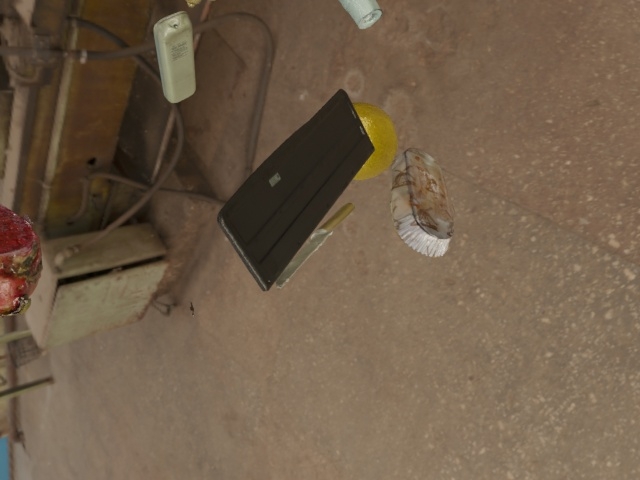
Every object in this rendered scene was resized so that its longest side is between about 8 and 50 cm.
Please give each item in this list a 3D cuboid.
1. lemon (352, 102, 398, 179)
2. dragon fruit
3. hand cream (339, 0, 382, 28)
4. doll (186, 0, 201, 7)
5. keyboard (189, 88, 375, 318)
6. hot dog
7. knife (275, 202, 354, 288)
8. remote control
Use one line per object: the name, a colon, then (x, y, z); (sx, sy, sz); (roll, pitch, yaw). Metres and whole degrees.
lemon: (0.082, -0.227, 1.288); (0.178, 0.203, 0.178); (1, 92, 50)
dragon fruit: (-0.628, 0.011, 1.022); (0.282, 0.211, 0.147); (42, 130, 12)
hand cream: (0.011, -0.536, 1.034); (0.085, 0.058, 0.331); (-34, 78, 31)
doll: (-0.247, -0.537, 1.204); (0.093, 0.051, 0.061); (-8, 136, 17)
keyboard: (-0.033, -0.035, 0.577); (0.041, 0.381, 0.103); (-13, 119, 34)
hot dog: (0.202, -0.076, 1.117); (0.075, 0.144, 0.268); (-50, 23, 39)
knife: (-0.001, -0.002, 0.813); (0.047, 0.298, 0.017); (-18, 104, 30)
remote control: (-0.335, -0.418, 1.324); (0.038, 0.090, 0.309); (55, 163, 8)
